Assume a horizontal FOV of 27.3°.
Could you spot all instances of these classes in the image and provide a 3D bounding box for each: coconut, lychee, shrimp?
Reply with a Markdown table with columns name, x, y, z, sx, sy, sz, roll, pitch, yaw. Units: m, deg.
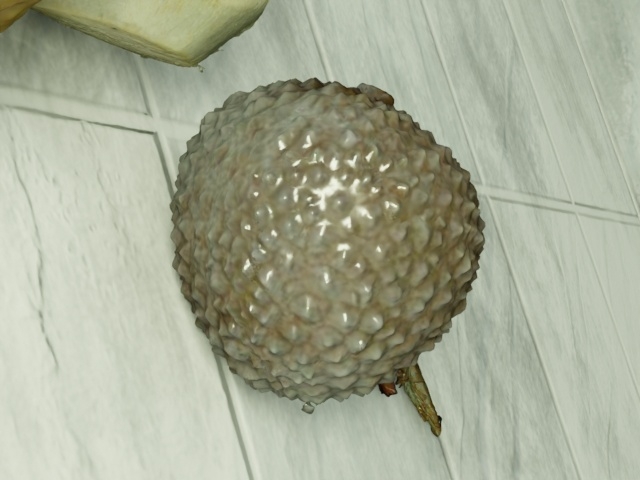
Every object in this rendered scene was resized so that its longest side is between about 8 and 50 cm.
| name | x | y | z | sx | sy | sz | roll | pitch | yaw |
| --- | --- | --- | --- | --- | --- | --- | --- | --- | --- |
| coconut | -0.140 | -0.286 | 1.109 | 0.245 | 0.245 | 0.247 | 18 | 89 | -56 |
| lychee | -0.004 | -0.004 | 1.151 | 0.300 | 0.300 | 0.300 | 41 | 37 | -41 |
| shrimp | 0.098 | 0.169 | 1.460 | 0.127 | 0.025 | 0.091 | 60 | 28 | -5 |

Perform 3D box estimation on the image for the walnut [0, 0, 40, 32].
| name | x | y | z | sx | sy | sz | roll | pitch | yaw |
| --- | --- | --- | --- | --- | --- | --- | --- | --- | --- |
| walnut | -0.292 | -0.236 | 0.735 | 0.344 | 0.306 | 0.306 | -6 | 75 | -64 |
